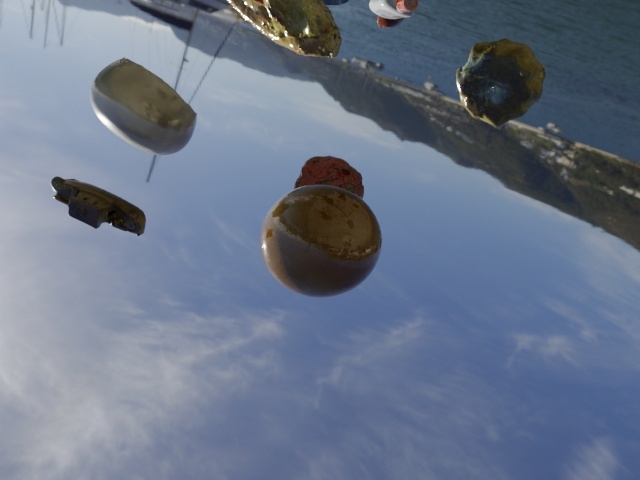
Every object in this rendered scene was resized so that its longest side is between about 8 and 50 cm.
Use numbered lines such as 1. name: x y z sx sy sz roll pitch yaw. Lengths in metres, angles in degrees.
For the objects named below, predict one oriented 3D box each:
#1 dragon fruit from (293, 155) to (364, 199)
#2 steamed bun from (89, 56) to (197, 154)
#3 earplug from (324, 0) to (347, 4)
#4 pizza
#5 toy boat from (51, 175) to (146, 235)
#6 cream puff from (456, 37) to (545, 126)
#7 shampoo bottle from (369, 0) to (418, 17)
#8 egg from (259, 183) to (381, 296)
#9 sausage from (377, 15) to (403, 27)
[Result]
1. dragon fruit: 0.022 -0.152 1.536 0.205 0.316 0.152 1 170 34
2. steamed bun: -0.560 -0.400 1.496 0.324 0.206 0.324 33 173 5
3. earplug: 0.012 -0.691 1.064 0.133 0.272 0.132 3 -139 -2
4. pizza: -0.102 -0.432 0.733 0.280 0.075 0.287 38 165 35
5. toy boat: -0.663 -0.097 1.415 0.321 0.089 0.121 25 -153 9
6. cream puff: 0.303 -0.267 0.791 0.146 0.146 0.116 28 -138 23
7. shampoo bottle: 0.210 -0.646 1.307 0.108 0.051 0.221 13 -162 -16
8. egg: 0.000 0.000 1.173 0.283 0.282 0.351 7 173 -30
9. sausage: 0.252 -0.782 1.462 0.089 0.300 0.083 -30 -111 -29
